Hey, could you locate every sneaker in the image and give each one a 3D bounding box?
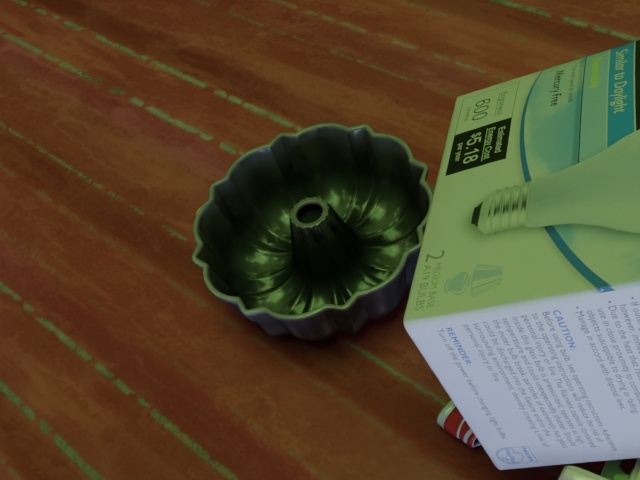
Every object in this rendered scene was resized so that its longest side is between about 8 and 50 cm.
[{"bbox_3d":[0.197,0.188,0.982,0.118,0.042,0.067,-45,48,-9],"label":"sneaker"}]

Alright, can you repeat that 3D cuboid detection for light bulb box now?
[{"bbox_3d":[0.311,-0.006,0.797,0.361,0.225,0.358,-14,37,30],"label":"light bulb box"}]

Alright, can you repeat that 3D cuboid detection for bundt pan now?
[{"bbox_3d":[0.000,0.000,1.146,0.331,0.124,0.331,-9,50,11],"label":"bundt pan"}]

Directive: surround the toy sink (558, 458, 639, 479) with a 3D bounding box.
[{"bbox_3d":[0.366,0.243,0.810,0.234,0.153,0.131,16,59,30],"label":"toy sink"}]
